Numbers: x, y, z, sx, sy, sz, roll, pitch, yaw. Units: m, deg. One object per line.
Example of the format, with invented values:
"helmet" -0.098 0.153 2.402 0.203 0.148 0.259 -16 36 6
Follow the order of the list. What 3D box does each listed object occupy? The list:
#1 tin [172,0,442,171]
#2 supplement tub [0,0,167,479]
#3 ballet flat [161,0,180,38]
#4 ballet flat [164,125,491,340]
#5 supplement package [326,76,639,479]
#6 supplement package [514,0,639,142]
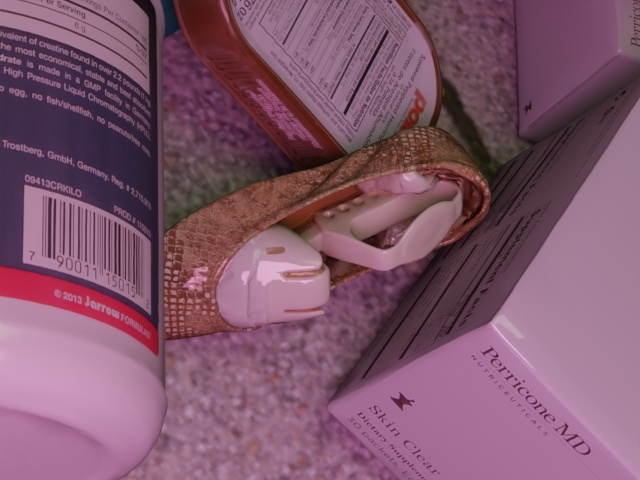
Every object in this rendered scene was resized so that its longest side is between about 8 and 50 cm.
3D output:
"tin" -0.003 -0.104 0.943 0.189 0.040 0.106 46 63 -36
"supplement tub" -0.160 -0.035 0.766 0.191 0.191 0.272 11 61 -26
"ballet flat" -0.064 -0.169 0.975 0.077 0.077 0.231 38 47 18
"ballet flat" 0.000 0.000 0.897 0.206 0.073 0.067 -28 39 -24
"supplement package" 0.177 0.087 0.925 0.262 0.145 0.204 44 52 -8
"supplement package" 0.216 -0.105 1.079 0.179 0.105 0.105 14 61 -24
